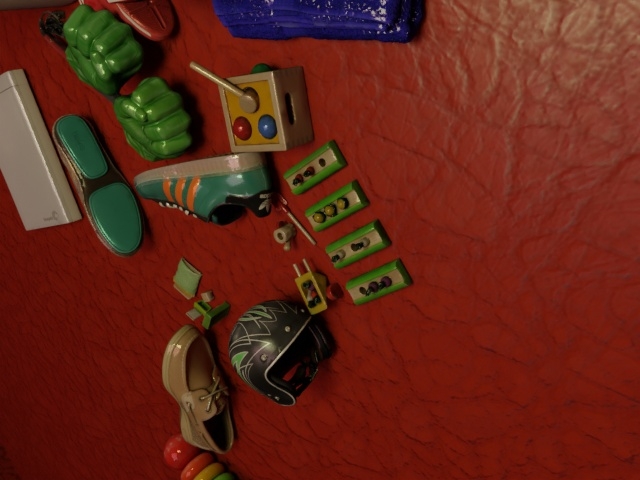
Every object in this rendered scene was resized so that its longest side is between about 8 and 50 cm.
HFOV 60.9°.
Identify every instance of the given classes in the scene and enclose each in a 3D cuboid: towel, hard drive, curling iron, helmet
[{"bbox_3d":[-0.018,-0.368,0.682,0.308,0.076,0.228,15,120,31],"label":"towel"},{"bbox_3d":[-0.711,-0.203,1.309,0.233,0.047,0.353,-5,108,39],"label":"hard drive"},{"bbox_3d":[-0.460,-0.344,1.058,0.274,0.035,0.068,50,132,8],"label":"curling iron"},{"bbox_3d":[-0.076,0.181,0.928,0.169,0.169,0.162,-11,121,40],"label":"helmet"}]

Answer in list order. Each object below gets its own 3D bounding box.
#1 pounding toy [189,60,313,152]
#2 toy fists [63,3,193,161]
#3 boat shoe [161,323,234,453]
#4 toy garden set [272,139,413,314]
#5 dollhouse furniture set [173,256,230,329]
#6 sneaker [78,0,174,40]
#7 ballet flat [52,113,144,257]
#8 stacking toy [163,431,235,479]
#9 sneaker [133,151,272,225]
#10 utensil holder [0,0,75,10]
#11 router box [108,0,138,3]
[{"bbox_3d":[-0.100,-0.204,0.804,0.130,0.100,0.141,4,113,35],"label":"pounding toy"},{"bbox_3d":[-0.323,-0.257,0.916,0.142,0.096,0.279,-19,110,52],"label":"toy fists"},{"bbox_3d":[-0.243,0.321,1.160,0.110,0.121,0.341,17,130,26],"label":"boat shoe"},{"bbox_3d":[0.000,0.000,0.859,0.203,0.049,0.244,-28,92,42],"label":"toy garden set"},{"bbox_3d":[-0.258,0.112,1.103,0.151,0.058,0.076,38,128,17],"label":"dollhouse furniture set"},{"bbox_3d":[-0.335,-0.399,0.927,0.221,0.087,0.128,51,150,4],"label":"sneaker"},{"bbox_3d":[-0.460,-0.109,1.141,0.106,0.107,0.316,-19,94,61],"label":"ballet flat"},{"bbox_3d":[-0.249,0.584,1.287,0.330,0.141,0.141,43,130,23],"label":"stacking toy"},{"bbox_3d":[-0.209,-0.080,0.942,0.302,0.108,0.121,-3,105,37],"label":"sneaker"},{"bbox_3d":[-0.613,-0.526,0.855,0.327,0.385,0.328,16,120,30],"label":"utensil holder"},{"bbox_3d":[-0.171,-0.473,0.631,0.301,0.082,0.336,8,118,32],"label":"router box"}]
